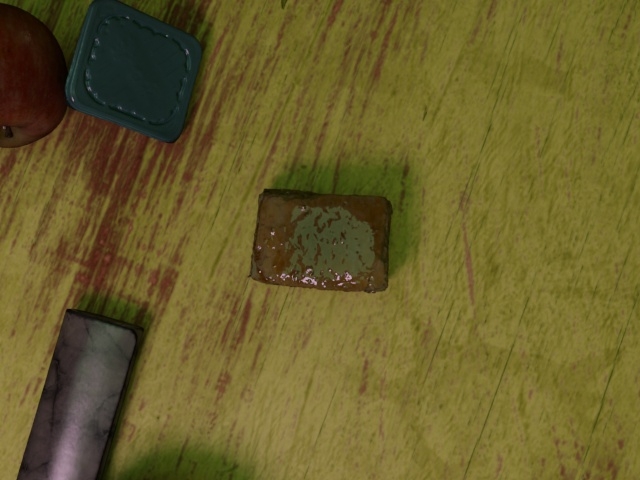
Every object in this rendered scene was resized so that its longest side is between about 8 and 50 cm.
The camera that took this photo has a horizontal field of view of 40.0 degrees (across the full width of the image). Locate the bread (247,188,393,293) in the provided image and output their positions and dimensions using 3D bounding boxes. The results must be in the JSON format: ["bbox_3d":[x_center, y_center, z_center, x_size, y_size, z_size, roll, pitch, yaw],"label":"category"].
[{"bbox_3d":[0.000,0.000,1.190,0.196,0.102,0.138,7,84,5],"label":"bread"}]

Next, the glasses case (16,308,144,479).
[{"bbox_3d":[-0.337,0.251,1.208,0.114,0.060,0.299,15,87,4],"label":"glasses case"}]

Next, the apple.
[{"bbox_3d":[-0.434,-0.220,1.182,0.188,0.188,0.174,-11,76,2],"label":"apple"}]

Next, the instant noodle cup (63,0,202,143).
[{"bbox_3d":[-0.260,-0.229,1.202,0.179,0.070,0.157,18,85,-38],"label":"instant noodle cup"}]
